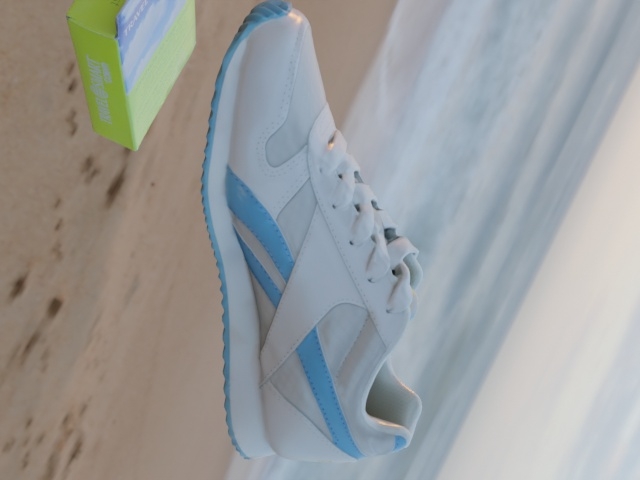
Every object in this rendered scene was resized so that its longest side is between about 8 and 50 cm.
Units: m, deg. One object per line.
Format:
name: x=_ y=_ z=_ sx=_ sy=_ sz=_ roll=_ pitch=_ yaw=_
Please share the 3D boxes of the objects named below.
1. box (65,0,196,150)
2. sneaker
box: x=-0.124 y=-0.148 z=0.774 sx=0.178 sy=0.042 sz=0.109 roll=103 pitch=11 yaw=-68
sneaker: x=0.000 y=0.000 z=0.534 sx=0.087 sy=0.092 sz=0.228 roll=-65 pitch=153 yaw=-61
